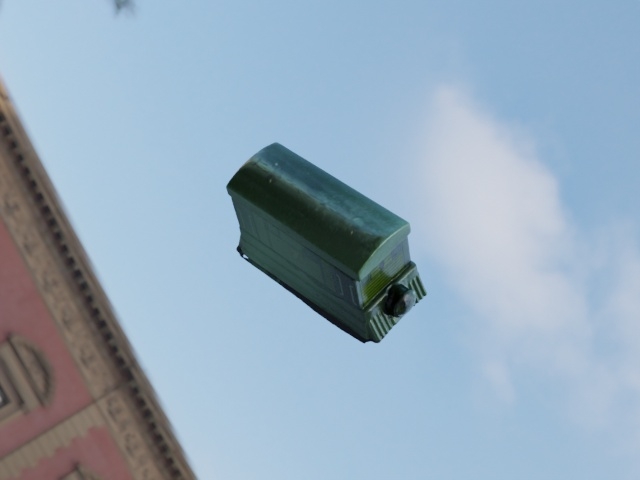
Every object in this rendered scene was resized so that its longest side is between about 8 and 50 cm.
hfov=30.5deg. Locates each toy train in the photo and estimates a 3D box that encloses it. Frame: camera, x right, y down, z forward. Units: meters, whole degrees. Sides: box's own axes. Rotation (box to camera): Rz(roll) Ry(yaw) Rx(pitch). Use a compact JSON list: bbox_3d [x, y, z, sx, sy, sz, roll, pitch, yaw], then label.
[{"bbox_3d":[0.000,0.000,0.492,0.093,0.038,0.056,34,-25,31],"label":"toy train"}]
